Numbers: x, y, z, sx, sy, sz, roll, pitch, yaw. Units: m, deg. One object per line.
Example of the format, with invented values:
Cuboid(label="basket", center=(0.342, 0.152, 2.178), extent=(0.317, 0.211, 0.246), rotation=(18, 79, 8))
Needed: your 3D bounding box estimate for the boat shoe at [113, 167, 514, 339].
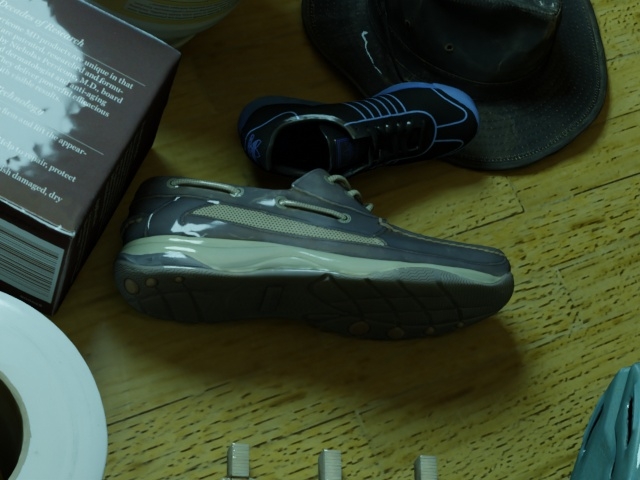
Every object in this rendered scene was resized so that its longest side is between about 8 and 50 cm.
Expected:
Cuboid(label="boat shoe", center=(0.000, 0.000, 1.376), extent=(0.355, 0.132, 0.130), rotation=(6, 63, -15))

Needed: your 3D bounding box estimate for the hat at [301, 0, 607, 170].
Cuboid(label="hat", center=(0.154, -0.242, 1.539), extent=(0.331, 0.134, 0.331), rotation=(7, 62, -13))

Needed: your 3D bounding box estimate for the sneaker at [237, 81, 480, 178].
Cuboid(label="sneaker", center=(0.042, -0.092, 1.445), extent=(0.232, 0.081, 0.090), rotation=(-6, 27, -11))

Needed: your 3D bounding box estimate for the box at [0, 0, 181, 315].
Cuboid(label="box", center=(-0.244, -0.081, 1.321), extent=(0.167, 0.168, 0.203), rotation=(27, 60, -2))

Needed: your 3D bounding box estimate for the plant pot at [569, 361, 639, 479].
Cuboid(label="plant pot", center=(0.371, 0.262, 1.260), extent=(0.334, 0.341, 0.341), rotation=(17, 61, 0))

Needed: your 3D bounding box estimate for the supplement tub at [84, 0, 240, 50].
Cuboid(label="supplement tub", center=(-0.131, -0.324, 1.358), extent=(0.241, 0.331, 0.241), rotation=(16, 53, -23))

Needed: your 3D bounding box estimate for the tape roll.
Cuboid(label="tape roll", center=(-0.292, 0.171, 1.184), extent=(0.246, 0.169, 0.246), rotation=(7, 62, -13))

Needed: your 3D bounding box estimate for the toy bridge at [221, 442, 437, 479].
Cuboid(label="toy bridge", center=(0.008, 0.210, 1.334), extent=(0.188, 0.026, 0.063), rotation=(5, 65, -14))
